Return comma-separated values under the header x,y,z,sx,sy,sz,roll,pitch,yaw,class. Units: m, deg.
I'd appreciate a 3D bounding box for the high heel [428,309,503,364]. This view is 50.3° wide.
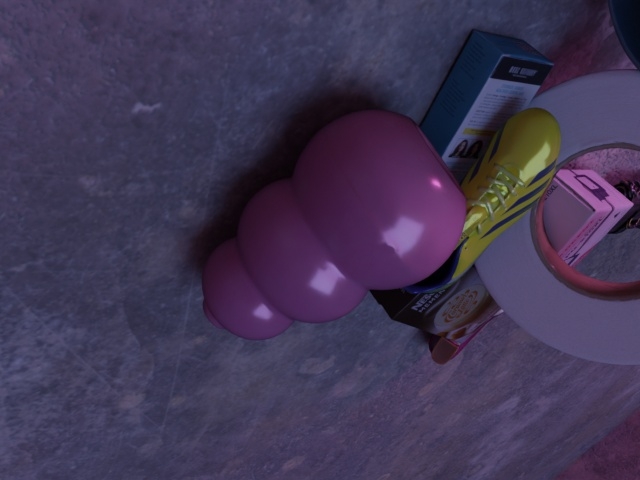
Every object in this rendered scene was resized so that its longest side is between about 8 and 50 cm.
x,y,z,sx,sy,sz,roll,pitch,yaw,class
0.293,0.132,1.289,0.244,0.082,0.117,-58,172,8,high heel

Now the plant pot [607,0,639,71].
x,y,z,sx,sy,sz,roll,pitch,yaw,class
0.501,-0.311,0.731,0.255,0.272,0.272,-17,141,-14,plant pot

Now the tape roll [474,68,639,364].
x,y,z,sx,sy,sz,roll,pitch,yaw,class
0.387,-0.029,0.903,0.392,0.392,0.072,-56,165,27,tape roll

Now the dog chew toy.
x,y,z,sx,sy,sz,roll,pitch,yaw,class
0.000,0.000,0.795,0.331,0.207,0.206,-35,145,15,dog chew toy

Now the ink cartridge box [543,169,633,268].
x,y,z,sx,sy,sz,roll,pitch,yaw,class
0.378,-0.021,1.091,0.237,0.100,0.172,-7,138,-53,ink cartridge box

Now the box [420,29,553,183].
x,y,z,sx,sy,sz,roll,pitch,yaw,class
0.186,-0.141,0.880,0.100,0.060,0.244,-3,134,-37,box

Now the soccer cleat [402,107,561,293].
x,y,z,sx,sy,sz,roll,pitch,yaw,class
0.197,-0.036,0.859,0.121,0.093,0.289,-26,155,-55,soccer cleat

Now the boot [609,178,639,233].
x,y,z,sx,sy,sz,roll,pitch,yaw,class
0.618,-0.093,1.247,0.228,0.091,0.263,-3,136,-36,boot

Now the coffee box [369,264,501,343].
x,y,z,sx,sy,sz,roll,pitch,yaw,class
0.197,0.072,1.101,0.141,0.098,0.246,-47,142,16,coffee box
